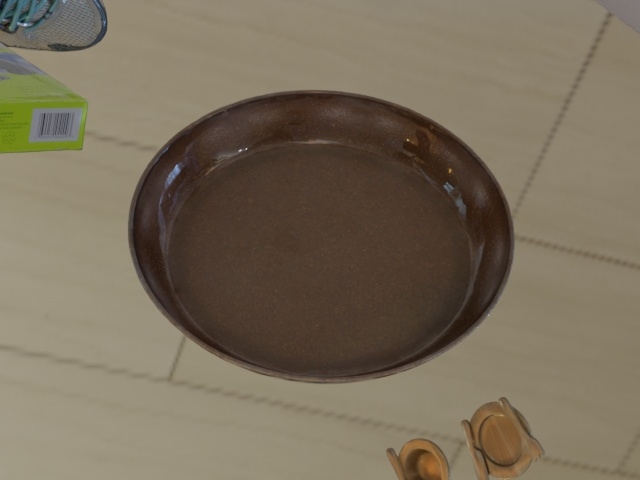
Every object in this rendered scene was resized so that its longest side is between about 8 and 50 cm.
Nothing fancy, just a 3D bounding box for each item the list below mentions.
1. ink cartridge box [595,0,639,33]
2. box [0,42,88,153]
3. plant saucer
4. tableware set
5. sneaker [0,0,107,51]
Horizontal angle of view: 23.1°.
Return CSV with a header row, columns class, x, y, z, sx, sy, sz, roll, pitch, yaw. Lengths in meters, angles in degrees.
class,x,y,z,sx,sy,sz,roll,pitch,yaw
ink cartridge box,0.244,-0.163,0.828,0.186,0.311,0.065,-24,125,-11
box,-0.252,-0.108,1.089,0.109,0.178,0.042,-5,116,-39
plant saucer,0.000,0.000,1.269,0.311,0.310,0.050,-2,140,-6
tableware set,0.127,0.215,1.294,0.169,0.141,0.020,-28,168,40
sneaker,-0.319,-0.230,1.450,0.283,0.122,0.110,20,110,-35
